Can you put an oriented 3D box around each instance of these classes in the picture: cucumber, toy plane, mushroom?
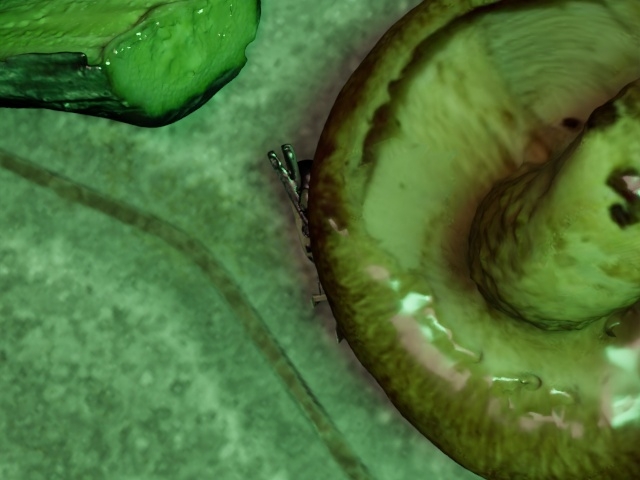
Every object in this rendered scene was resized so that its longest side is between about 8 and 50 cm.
[{"bbox_3d":[-0.139,-0.111,0.788,0.193,0.086,0.115,5,42,17],"label":"cucumber"},{"bbox_3d":[0.000,0.000,0.755,0.031,0.049,0.120,-15,98,14],"label":"toy plane"},{"bbox_3d":[0.107,-0.019,0.659,0.267,0.254,0.267,-15,57,25],"label":"mushroom"}]
